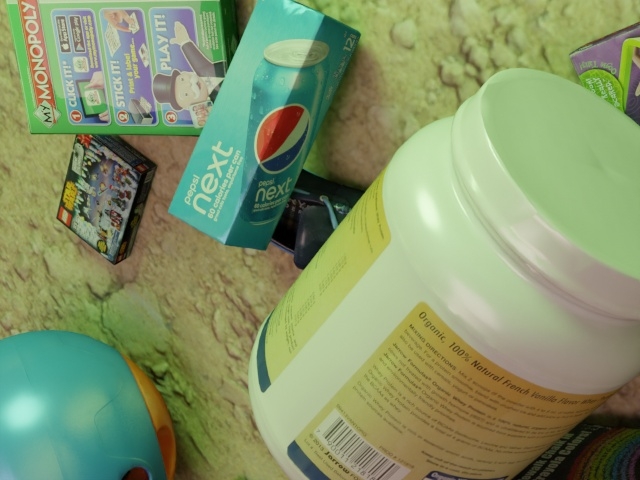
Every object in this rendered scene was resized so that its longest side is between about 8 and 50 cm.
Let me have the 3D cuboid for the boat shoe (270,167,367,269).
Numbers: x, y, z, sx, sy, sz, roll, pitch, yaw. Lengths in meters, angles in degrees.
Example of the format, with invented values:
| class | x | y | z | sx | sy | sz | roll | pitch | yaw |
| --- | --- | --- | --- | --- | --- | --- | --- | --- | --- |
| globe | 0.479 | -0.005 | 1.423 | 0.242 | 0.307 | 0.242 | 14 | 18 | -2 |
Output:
| class | x | y | z | sx | sy | sz | roll | pitch | yaw |
| --- | --- | --- | --- | --- | --- | --- | --- | --- | --- |
| boat shoe | 0.000 | 0.000 | 1.011 | 0.258 | 0.089 | 0.109 | 20 | 124 | 27 |

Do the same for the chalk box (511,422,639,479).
| class | x | y | z | sx | sy | sz | roll | pitch | yaw |
| --- | --- | --- | --- | --- | --- | --- | --- | --- | --- |
| chalk box | 0.205 | 0.272 | 0.928 | 0.289 | 0.180 | 0.179 | -4 | 111 | 51 |

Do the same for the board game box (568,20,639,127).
| class | x | y | z | sx | sy | sz | roll | pitch | yaw |
| --- | --- | --- | --- | --- | --- | --- | --- | --- | --- |
| board game box | 0.340 | -0.016 | 0.785 | 0.208 | 0.056 | 0.346 | -19 | 101 | 37 |

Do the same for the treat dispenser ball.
| class | x | y | z | sx | sy | sz | roll | pitch | yaw |
| --- | --- | --- | --- | --- | --- | --- | --- | --- | --- |
| treat dispenser ball | -0.306 | 0.245 | 1.233 | 0.288 | 0.288 | 0.288 | 17 | 122 | 29 |

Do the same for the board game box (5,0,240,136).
| class | x | y | z | sx | sy | sz | roll | pitch | yaw |
| --- | --- | --- | --- | --- | --- | --- | --- | --- | --- |
| board game box | -0.188 | -0.251 | 1.003 | 0.214 | 0.046 | 0.317 | 3 | 116 | 14 |

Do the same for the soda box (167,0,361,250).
| class | x | y | z | sx | sy | sz | roll | pitch | yaw |
| --- | --- | --- | --- | --- | --- | --- | --- | --- | --- |
| soda box | -0.048 | -0.101 | 0.948 | 0.071 | 0.067 | 0.210 | 29 | 101 | 29 |

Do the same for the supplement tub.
| class | x | y | z | sx | sy | sz | roll | pitch | yaw |
| --- | --- | --- | --- | --- | --- | --- | --- | --- | --- |
| supplement tub | 0.108 | 0.052 | 0.813 | 0.228 | 0.228 | 0.316 | 45 | 129 | 9 |

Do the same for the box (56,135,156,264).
| class | x | y | z | sx | sy | sz | roll | pitch | yaw |
| --- | --- | --- | --- | --- | --- | --- | --- | --- | --- |
| box | -0.235 | -0.051 | 1.199 | 0.094 | 0.027 | 0.137 | 37 | 130 | 17 |

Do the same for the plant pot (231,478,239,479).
| class | x | y | z | sx | sy | sz | roll | pitch | yaw |
| --- | --- | --- | --- | --- | --- | --- | --- | --- | --- |
| plant pot | -0.075 | 0.331 | 1.250 | 0.083 | 0.081 | 0.081 | 5 | 116 | 21 |
